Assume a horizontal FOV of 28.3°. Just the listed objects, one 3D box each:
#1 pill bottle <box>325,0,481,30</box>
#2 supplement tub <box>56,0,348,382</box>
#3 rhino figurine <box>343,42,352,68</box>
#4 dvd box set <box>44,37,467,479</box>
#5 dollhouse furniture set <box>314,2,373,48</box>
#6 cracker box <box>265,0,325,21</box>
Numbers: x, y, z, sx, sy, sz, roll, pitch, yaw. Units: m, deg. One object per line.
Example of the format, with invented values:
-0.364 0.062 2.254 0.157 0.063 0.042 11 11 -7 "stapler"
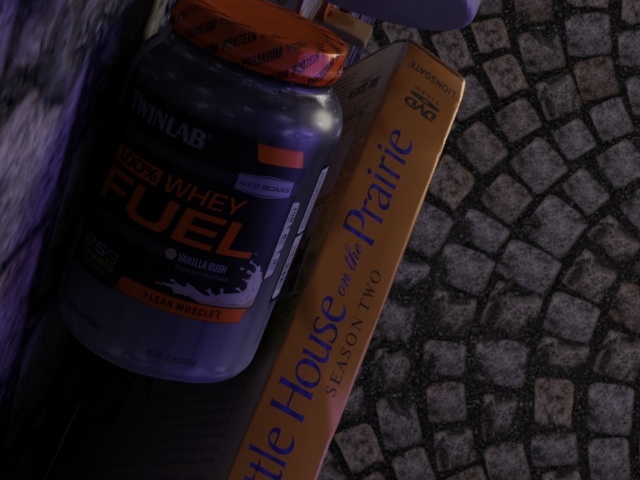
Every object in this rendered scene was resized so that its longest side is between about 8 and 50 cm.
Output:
0.061 -0.255 0.490 0.181 0.181 0.323 93 20 -87 "pill bottle"
-0.061 -0.030 0.674 0.117 0.117 0.190 -65 176 -71 "supplement tub"
-0.021 -0.154 1.357 0.243 0.073 0.106 113 2 -61 "rhino figurine"
-0.074 0.090 0.838 0.307 0.062 0.420 -20 -137 58 "dvd box set"
0.056 -0.275 1.041 0.259 0.135 0.262 -67 178 -56 "dollhouse furniture set"
-0.001 -0.240 0.773 0.155 0.067 0.232 -66 179 -57 "cracker box"
